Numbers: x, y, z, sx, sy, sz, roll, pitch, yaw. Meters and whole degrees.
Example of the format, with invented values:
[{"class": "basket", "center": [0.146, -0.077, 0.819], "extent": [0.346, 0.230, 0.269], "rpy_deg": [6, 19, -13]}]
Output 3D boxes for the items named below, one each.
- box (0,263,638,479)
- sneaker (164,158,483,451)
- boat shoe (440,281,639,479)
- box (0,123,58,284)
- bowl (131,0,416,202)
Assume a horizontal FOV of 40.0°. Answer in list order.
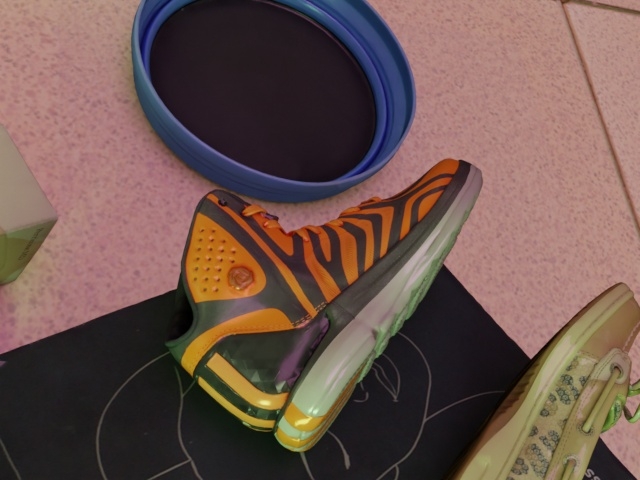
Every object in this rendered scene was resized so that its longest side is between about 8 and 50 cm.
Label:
[{"class": "box", "center": [-0.016, 0.285, 0.719], "extent": [0.472, 0.297, 0.480], "rpy_deg": [-19, 57, -33]}, {"class": "sneaker", "center": [0.000, 0.000, 0.702], "extent": [0.180, 0.124, 0.321], "rpy_deg": [33, 47, 12]}, {"class": "boat shoe", "center": [0.173, 0.143, 0.649], "extent": [0.089, 0.104, 0.285], "rpy_deg": [38, 59, 13]}, {"class": "box", "center": [-0.421, 0.004, 0.807], "extent": [0.311, 0.148, 0.121], "rpy_deg": [-24, 76, -45]}, {"class": "bowl", "center": [-0.062, -0.223, 1.183], "extent": [0.391, 0.077, 0.390], "rpy_deg": [11, 59, -19]}]
